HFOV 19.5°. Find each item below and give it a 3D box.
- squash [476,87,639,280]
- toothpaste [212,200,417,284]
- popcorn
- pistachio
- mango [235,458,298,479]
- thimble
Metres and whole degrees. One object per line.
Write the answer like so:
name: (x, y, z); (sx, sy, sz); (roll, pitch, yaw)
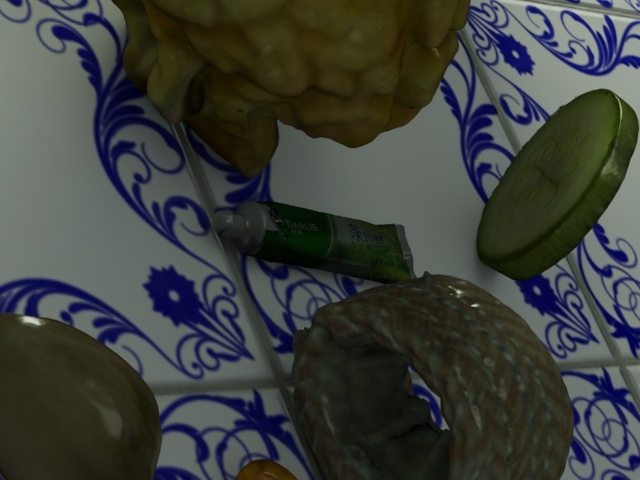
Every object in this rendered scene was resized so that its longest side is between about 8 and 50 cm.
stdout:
squash: (0.239, -0.059, 1.885); (0.041, 0.219, 0.219); (32, 40, -15)
toothpaste: (0.000, 0.000, 1.740); (0.248, 0.047, 0.078); (11, 53, -42)
popcorn: (-0.033, -0.272, 1.681); (0.344, 0.354, 0.390); (-77, 162, -47)
pistachio: (-0.190, 0.131, 1.392); (0.185, 0.126, 0.108); (54, -6, 11)
mango: (-0.032, 0.215, 1.519); (0.089, 0.046, 0.060); (38, 37, -21)
thimble: (0.092, 0.141, 1.582); (0.148, 0.196, 0.229); (-12, 68, -48)
